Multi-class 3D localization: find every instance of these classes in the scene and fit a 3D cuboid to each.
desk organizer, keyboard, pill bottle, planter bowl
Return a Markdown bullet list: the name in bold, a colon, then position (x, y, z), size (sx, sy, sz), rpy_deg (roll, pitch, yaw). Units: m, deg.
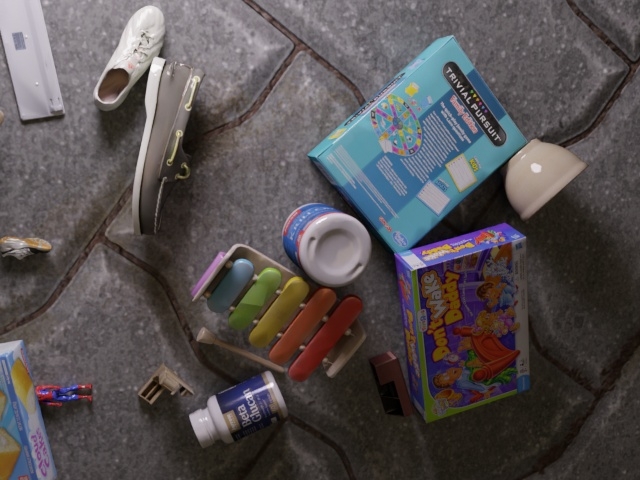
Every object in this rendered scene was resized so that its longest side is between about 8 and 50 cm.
- **desk organizer**: position (0.142, 0.290, 1.461), size (0.050, 0.047, 0.130), rpy_deg (-20, 103, -8)
- **keyboard**: position (-0.488, -0.331, 1.212), size (0.072, 0.014, 0.256), rpy_deg (-11, 101, -8)
- **pill bottle**: position (-0.153, 0.318, 1.363), size (0.169, 0.094, 0.094), rpy_deg (-24, 104, -10)
- **planter bowl**: position (0.418, -0.127, 1.418), size (0.162, 0.162, 0.109), rpy_deg (-41, 80, -5)
- **pill bottle**: position (0.000, 0.000, 1.283), size (0.124, 0.221, 0.124), rpy_deg (-2, 100, -15)

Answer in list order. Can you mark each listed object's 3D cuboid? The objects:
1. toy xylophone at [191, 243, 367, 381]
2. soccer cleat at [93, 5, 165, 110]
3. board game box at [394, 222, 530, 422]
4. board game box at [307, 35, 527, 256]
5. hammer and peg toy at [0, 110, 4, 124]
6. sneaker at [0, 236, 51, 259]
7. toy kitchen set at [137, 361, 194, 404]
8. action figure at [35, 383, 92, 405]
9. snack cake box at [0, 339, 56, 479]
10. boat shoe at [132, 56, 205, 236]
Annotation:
- **toy xylophone**: position (-0.085, 0.146, 1.326), size (0.322, 0.081, 0.236), rpy_deg (23, 112, -15)
- **soccer cleat**: position (-0.316, -0.303, 1.226), size (0.068, 0.076, 0.196), rpy_deg (30, 91, -17)
- **board game box**: position (0.280, 0.163, 1.419), size (0.233, 0.078, 0.347), rpy_deg (-15, 116, -12)
- **board game box**: position (0.184, -0.173, 1.377), size (0.336, 0.079, 0.254), rpy_deg (-42, 107, -5)
- **hammer and peg toy**: position (-0.686, -0.114, 1.090), size (0.266, 0.127, 0.361), rpy_deg (37, 88, -42)
- **sneaker**: position (-0.505, 0.016, 1.258), size (0.083, 0.032, 0.037), rpy_deg (7, 111, -11)
- **toy kitchen set**: position (-0.279, 0.279, 1.328), size (0.068, 0.083, 0.075), rpy_deg (41, 87, -16)
- **action figure**: position (-0.468, 0.275, 1.309), size (0.115, 0.030, 0.038), rpy_deg (-1, 102, -12)
- **snack cake box**: position (-0.562, 0.316, 1.247), size (0.152, 0.089, 0.265), rpy_deg (-11, 102, -4)
- **boat shoe**: position (-0.262, -0.153, 1.249), size (0.091, 0.109, 0.305), rpy_deg (8, 93, -11)
